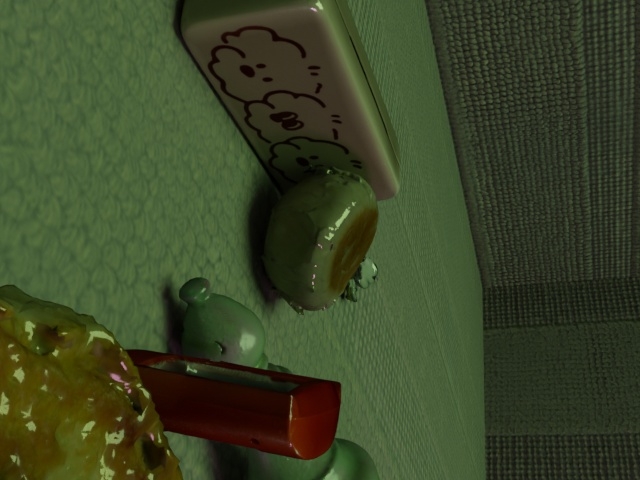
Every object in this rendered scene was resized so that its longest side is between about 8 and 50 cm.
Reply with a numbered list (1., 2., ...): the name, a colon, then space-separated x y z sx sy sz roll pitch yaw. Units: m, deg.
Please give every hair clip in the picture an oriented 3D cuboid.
1. hair clip: 0.057 0.026 1.158 0.172 0.049 0.116 -47 134 -72

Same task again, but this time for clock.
1. clock: -0.069 0.114 0.524 0.113 0.154 0.061 21 74 -71

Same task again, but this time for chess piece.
1. chess piece: -0.053 0.149 0.661 0.272 0.139 0.139 65 23 -20

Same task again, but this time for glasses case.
1. glasses case: -0.014 -0.149 0.810 0.336 0.143 0.076 56 32 -57

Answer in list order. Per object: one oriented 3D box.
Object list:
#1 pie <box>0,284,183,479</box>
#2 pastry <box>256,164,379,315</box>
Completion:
1. pie: -0.161 0.171 0.323 0.315 0.092 0.316 -4 90 -68
2. pastry: 0.000 0.000 0.845 0.166 0.088 0.166 -47 152 -35
